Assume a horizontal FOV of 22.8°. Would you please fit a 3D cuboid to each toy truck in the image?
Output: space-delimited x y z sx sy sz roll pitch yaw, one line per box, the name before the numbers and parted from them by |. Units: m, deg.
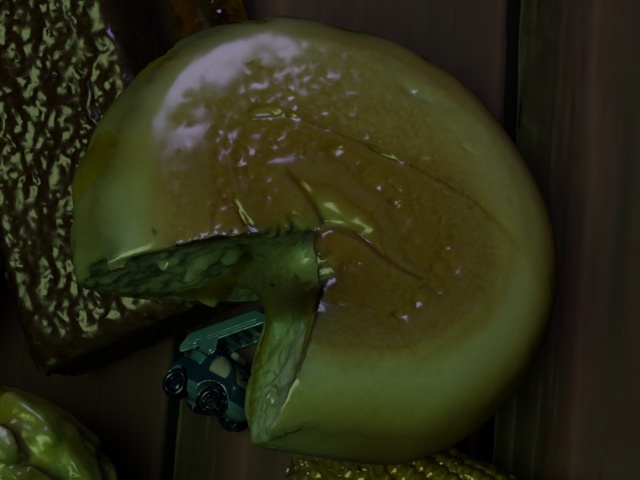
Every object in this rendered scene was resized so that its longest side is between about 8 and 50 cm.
toy truck | -0.070 0.092 1.195 0.073 0.056 0.090 24 80 31

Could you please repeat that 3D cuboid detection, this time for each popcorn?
popcorn | -0.250 0.211 1.178 0.221 0.184 0.204 -38 116 25

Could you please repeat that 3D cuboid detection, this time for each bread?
bread | -0.191 -0.115 1.227 0.165 0.113 0.416 -20 79 21
bread | 0.000 0.000 1.083 0.333 0.160 0.333 6 66 -14

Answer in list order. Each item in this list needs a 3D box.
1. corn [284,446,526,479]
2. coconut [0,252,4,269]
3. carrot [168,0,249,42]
corn | 0.109 0.199 1.089 0.293 0.106 0.106 18 92 21
coconut | -0.394 -0.012 1.212 0.329 0.329 0.329 -2 84 21
carrot | -0.087 -0.193 1.220 0.066 0.066 0.314 -18 78 19
